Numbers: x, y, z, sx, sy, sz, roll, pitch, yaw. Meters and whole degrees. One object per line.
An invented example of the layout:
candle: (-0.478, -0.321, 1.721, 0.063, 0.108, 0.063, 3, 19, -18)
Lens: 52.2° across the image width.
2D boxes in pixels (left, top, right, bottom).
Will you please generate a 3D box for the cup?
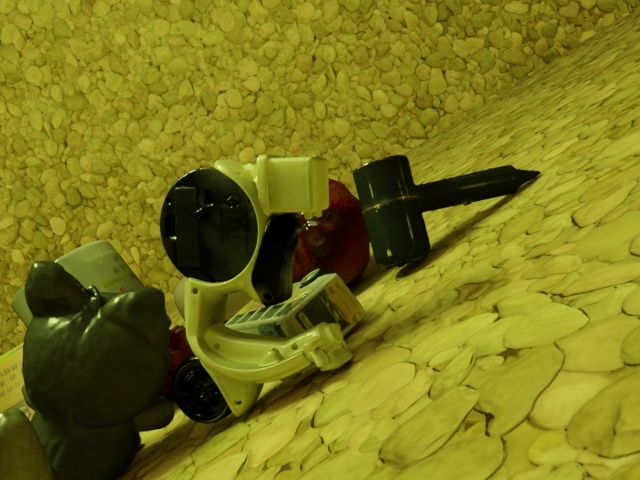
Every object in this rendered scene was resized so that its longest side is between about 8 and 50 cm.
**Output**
cup: (-0.224, 0.133, 1.627, 0.200, 0.191, 0.253, -35, -23, 9)

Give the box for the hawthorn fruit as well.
hawthorn fruit: (0.000, 0.000, 1.340, 0.254, 0.254, 0.300, -31, -21, 14)

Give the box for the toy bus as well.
toy bus: (-0.058, 0.134, 1.132, 0.138, 0.097, 0.342, -39, 9, -26)

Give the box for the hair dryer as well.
hair dryer: (0.247, -0.071, 1.180, 0.352, 0.189, 0.107, -12, -7, -11)

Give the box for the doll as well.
doll: (-0.341, 0.242, 0.941, 0.252, 0.382, 0.378, 5, 22, -10)

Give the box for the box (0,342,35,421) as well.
box: (-0.594, 0.353, 1.319, 0.193, 0.084, 0.301, -32, 49, -7)

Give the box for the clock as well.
clock: (-0.095, 0.073, 0.920, 0.276, 0.379, 0.120, -3, 7, 21)

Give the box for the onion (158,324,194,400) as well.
onion: (-0.338, 0.269, 1.296, 0.227, 0.120, 0.283, -41, -3, -14)

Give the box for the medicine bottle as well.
medicine bottle: (-0.469, 0.154, 1.355, 0.238, 0.232, 0.238, -37, -3, -2)
